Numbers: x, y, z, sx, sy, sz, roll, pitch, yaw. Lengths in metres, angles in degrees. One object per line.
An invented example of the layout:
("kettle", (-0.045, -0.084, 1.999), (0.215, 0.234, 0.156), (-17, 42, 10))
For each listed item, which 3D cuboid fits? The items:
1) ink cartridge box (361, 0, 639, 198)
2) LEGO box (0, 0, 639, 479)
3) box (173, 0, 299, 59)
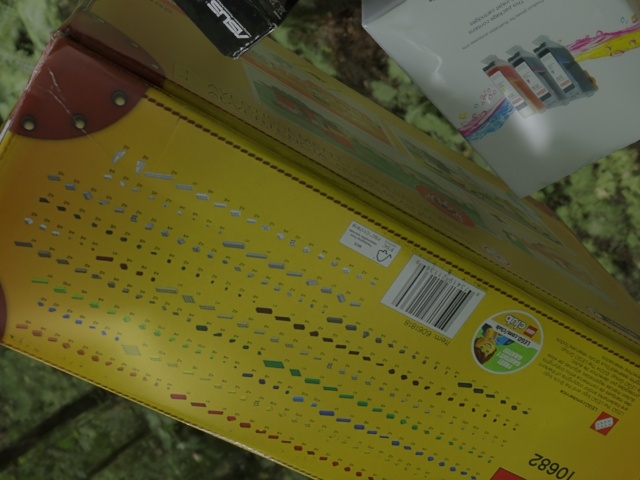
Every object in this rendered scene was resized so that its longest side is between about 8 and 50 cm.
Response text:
("ink cartridge box", (0.126, -0.142, 0.563), (0.127, 0.128, 0.176), (-28, 130, 27))
("LEGO box", (0.000, 0.000, 0.724), (0.500, 0.193, 0.372), (28, -163, -18))
("box", (-0.063, -0.220, 0.487), (0.045, 0.184, 0.190), (-27, 116, 40))
